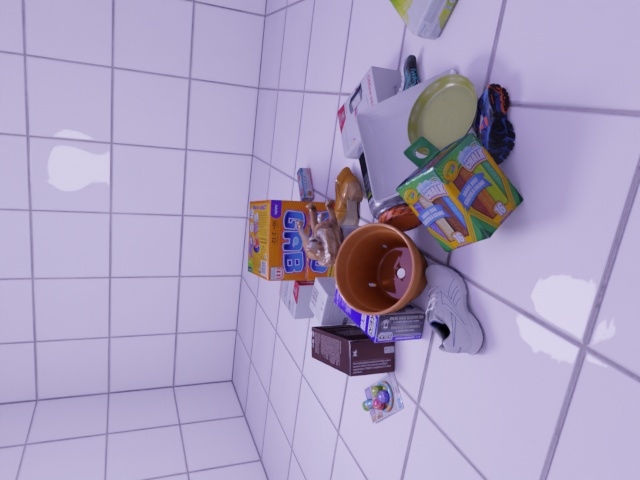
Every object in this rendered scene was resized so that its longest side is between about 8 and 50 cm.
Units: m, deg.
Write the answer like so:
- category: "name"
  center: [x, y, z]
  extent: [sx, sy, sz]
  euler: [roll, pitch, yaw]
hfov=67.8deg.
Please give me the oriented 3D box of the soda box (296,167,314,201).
- category: "soda box"
  center: [-0.081, -0.296, 2.548]
  extent: [0.058, 0.063, 0.183]
  euler: [133, 133, -58]

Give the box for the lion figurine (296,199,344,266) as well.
- category: "lion figurine"
  center: [0.000, 0.000, 1.761]
  extent: [0.392, 0.142, 0.240]
  euler: [110, 150, -77]

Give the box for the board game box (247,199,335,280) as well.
- category: "board game box"
  center: [-0.127, -0.007, 2.270]
  extent: [0.357, 0.357, 0.356]
  euler: [-172, 83, -67]

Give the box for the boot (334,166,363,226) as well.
- category: "boot"
  center: [0.100, -0.157, 2.092]
  extent: [0.211, 0.104, 0.295]
  euler: [-111, 36, -51]

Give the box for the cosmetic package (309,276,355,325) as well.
- category: "cosmetic package"
  center: [0.072, 0.254, 2.011]
  extent: [0.151, 0.184, 0.151]
  euler: [-128, 44, -57]

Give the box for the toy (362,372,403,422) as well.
- category: "toy"
  center: [0.220, 0.602, 1.814]
  extent: [0.237, 0.056, 0.136]
  euler: [122, 141, -51]

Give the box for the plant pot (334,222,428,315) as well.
- category: "plant pot"
  center: [0.221, 0.099, 1.554]
  extent: [0.291, 0.204, 0.290]
  euler: [-7, 79, 37]

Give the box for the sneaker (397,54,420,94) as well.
- category: "sneaker"
  center: [0.317, -0.552, 1.643]
  extent: [0.076, 0.065, 0.166]
  euler: [24, 116, 48]

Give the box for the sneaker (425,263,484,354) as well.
- category: "sneaker"
  center: [0.366, 0.192, 1.393]
  extent: [0.111, 0.130, 0.297]
  euler: [114, 149, -46]

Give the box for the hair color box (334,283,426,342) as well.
- category: "hair color box"
  center: [0.201, 0.239, 1.707]
  extent: [0.339, 0.185, 0.110]
  euler: [-145, 59, -64]

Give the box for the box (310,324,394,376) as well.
- category: "box"
  center: [0.118, 0.427, 1.894]
  extent: [0.381, 0.191, 0.143]
  euler: [170, 100, -68]

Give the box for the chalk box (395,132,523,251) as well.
- category: "chalk box"
  center: [0.338, -0.145, 1.237]
  extent: [0.289, 0.180, 0.179]
  euler: [50, 154, -5]

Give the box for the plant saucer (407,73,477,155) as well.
- category: "plant saucer"
  center: [0.352, -0.353, 1.364]
  extent: [0.241, 0.037, 0.240]
  euler: [-18, 66, 48]

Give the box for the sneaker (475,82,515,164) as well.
- category: "sneaker"
  center: [0.460, -0.301, 1.274]
  extent: [0.087, 0.083, 0.221]
  euler: [142, 134, -72]

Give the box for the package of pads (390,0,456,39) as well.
- category: "package of pads"
  center: [0.334, -0.819, 1.541]
  extent: [0.229, 0.101, 0.296]
  euler: [115, 147, -44]

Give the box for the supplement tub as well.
- category: "supplement tub"
  center: [0.244, -0.196, 1.612]
  extent: [0.193, 0.194, 0.315]
  euler: [131, 136, -57]

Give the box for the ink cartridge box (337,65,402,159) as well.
- category: "ink cartridge box"
  center: [0.193, -0.477, 1.826]
  extent: [0.306, 0.131, 0.226]
  euler: [136, 130, -61]

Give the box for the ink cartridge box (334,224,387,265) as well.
- category: "ink cartridge box"
  center: [0.162, 0.023, 1.775]
  extent: [0.093, 0.213, 0.154]
  euler: [-163, 74, -70]

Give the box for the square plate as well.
- category: "square plate"
  center: [0.297, -0.316, 1.474]
  extent: [0.344, 0.049, 0.347]
  euler: [-20, 65, 25]

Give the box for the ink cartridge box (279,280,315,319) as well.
- category: "ink cartridge box"
  center: [-0.123, 0.269, 2.560]
  extent: [0.273, 0.114, 0.196]
  euler: [-136, 50, -59]
